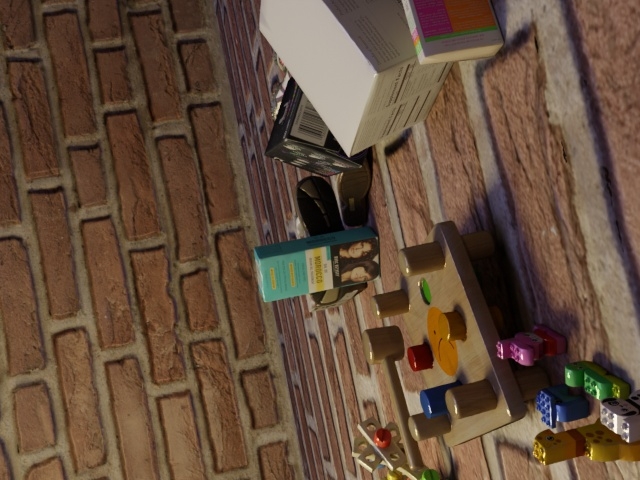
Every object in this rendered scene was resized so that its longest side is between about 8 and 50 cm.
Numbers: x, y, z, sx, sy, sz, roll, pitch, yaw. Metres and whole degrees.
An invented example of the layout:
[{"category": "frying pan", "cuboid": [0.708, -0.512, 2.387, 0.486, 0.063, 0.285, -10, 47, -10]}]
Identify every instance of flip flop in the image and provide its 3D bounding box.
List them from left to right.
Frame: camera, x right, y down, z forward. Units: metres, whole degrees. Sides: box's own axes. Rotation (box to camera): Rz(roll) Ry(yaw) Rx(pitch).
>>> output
[{"category": "flip flop", "cuboid": [0.000, 0.000, 1.475, 0.080, 0.112, 0.277, -171, 67, -75]}]

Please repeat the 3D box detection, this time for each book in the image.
[{"category": "book", "cuboid": [0.143, -0.278, 0.799, 0.035, 0.096, 0.144, 123, 136, -73]}]

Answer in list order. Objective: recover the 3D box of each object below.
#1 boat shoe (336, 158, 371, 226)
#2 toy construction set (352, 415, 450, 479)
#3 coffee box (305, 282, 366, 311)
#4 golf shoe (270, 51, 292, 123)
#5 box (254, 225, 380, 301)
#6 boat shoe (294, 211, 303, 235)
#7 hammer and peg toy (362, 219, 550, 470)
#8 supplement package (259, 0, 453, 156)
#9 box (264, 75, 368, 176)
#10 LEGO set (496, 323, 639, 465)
[{"category": "boat shoe", "cuboid": [0.062, -0.114, 1.396, 0.190, 0.068, 0.072, 94, 173, -48]}, {"category": "toy construction set", "cuboid": [0.157, 0.461, 1.265, 0.215, 0.151, 0.328, -113, 6, -46]}, {"category": "coffee box", "cuboid": [0.023, 0.078, 1.637, 0.246, 0.098, 0.141, 128, 131, -74]}, {"category": "golf shoe", "cuboid": [-0.037, -0.329, 1.522, 0.120, 0.105, 0.273, 26, 130, 31]}, {"category": "box", "cuboid": [-0.005, 0.047, 1.392, 0.060, 0.244, 0.101, -124, 26, -62]}, {"category": "boat shoe", "cuboid": [-0.033, -0.071, 1.849, 0.228, 0.080, 0.076, 103, 154, -79]}, {"category": "hammer and peg toy", "cuboid": [0.170, 0.161, 0.970, 0.361, 0.127, 0.266, 106, 149, -65]}, {"category": "supplement package", "cuboid": [0.044, -0.291, 0.963, 0.262, 0.145, 0.204, 57, 161, 16]}, {"category": "box", "cuboid": [0.001, -0.220, 1.269, 0.270, 0.143, 0.165, -175, 103, -78]}, {"category": "LEGO set", "cuboid": [0.246, 0.171, 0.698, 0.227, 0.093, 0.087, -139, 40, -71]}]
